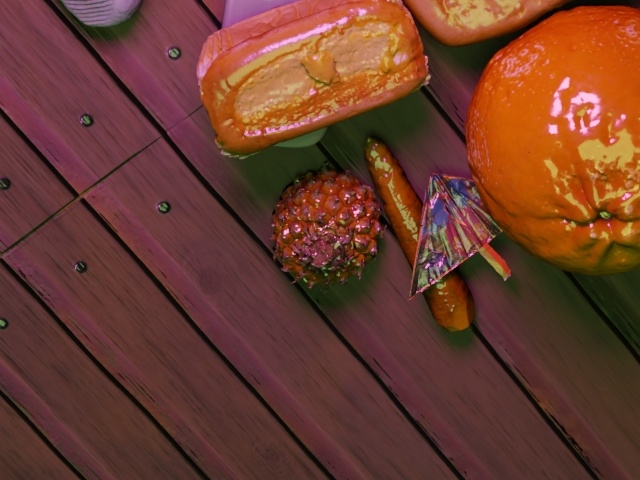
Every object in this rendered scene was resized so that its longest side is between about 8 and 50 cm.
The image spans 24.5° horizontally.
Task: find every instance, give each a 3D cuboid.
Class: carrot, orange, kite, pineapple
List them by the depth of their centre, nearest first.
[{"bbox_3d":[0.349,-0.116,1.847,0.341,0.293,0.340,4,126,5],"label":"orange"},{"bbox_3d":[0.197,-0.013,2.040,0.241,0.014,0.183,-42,100,-3],"label":"kite"},{"bbox_3d":[0.004,0.001,2.042,0.161,0.137,0.176,35,115,-10],"label":"pineapple"},{"bbox_3d":[0.137,-0.012,2.065,0.066,0.066,0.314,-21,109,16],"label":"carrot"}]

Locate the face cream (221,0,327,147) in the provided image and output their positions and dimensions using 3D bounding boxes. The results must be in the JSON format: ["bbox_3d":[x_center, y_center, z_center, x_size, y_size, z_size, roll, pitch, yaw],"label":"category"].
[{"bbox_3d":[-0.046,-0.289,1.936,0.163,0.080,0.336,10,117,-3],"label":"face cream"}]

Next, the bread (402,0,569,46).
[{"bbox_3d":[0.210,-0.428,1.805,0.328,0.148,0.337,-28,111,23],"label":"bread"}]

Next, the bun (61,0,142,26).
[{"bbox_3d":[-0.290,-0.349,1.933,0.141,0.083,0.140,25,145,19],"label":"bun"}]

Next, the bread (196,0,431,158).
[{"bbox_3d":[-0.014,-0.220,1.865,0.288,0.119,0.152,-19,123,3],"label":"bread"}]
